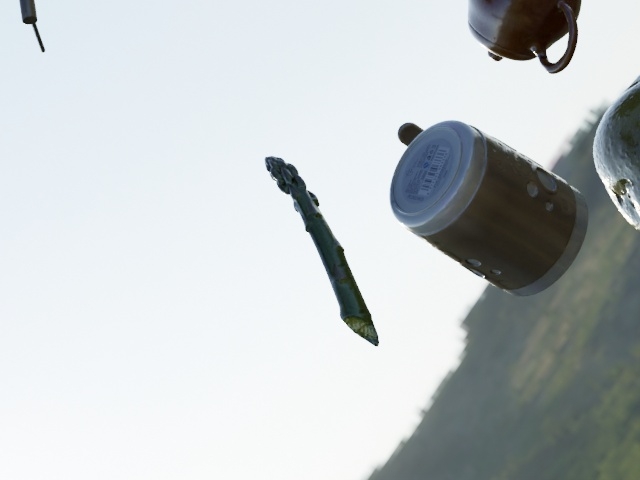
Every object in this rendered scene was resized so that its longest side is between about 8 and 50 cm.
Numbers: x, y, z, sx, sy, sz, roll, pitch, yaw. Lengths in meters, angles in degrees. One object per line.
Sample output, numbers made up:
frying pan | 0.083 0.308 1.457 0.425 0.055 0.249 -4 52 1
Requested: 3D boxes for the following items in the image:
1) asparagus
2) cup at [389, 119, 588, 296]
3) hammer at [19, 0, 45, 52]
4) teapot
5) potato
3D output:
asparagus | 0.000 0.000 1.589 0.027 0.236 0.034 1 -42 -37
cup | 0.094 -0.032 1.011 0.074 0.099 0.102 -35 41 33
hammer | -0.352 -0.263 2.155 0.019 0.035 0.110 -12 -24 -1
teapot | 0.190 -0.216 1.659 0.116 0.173 0.116 -19 -45 -20
potato | 0.350 -0.101 1.625 0.194 0.157 0.157 -40 -14 -8
